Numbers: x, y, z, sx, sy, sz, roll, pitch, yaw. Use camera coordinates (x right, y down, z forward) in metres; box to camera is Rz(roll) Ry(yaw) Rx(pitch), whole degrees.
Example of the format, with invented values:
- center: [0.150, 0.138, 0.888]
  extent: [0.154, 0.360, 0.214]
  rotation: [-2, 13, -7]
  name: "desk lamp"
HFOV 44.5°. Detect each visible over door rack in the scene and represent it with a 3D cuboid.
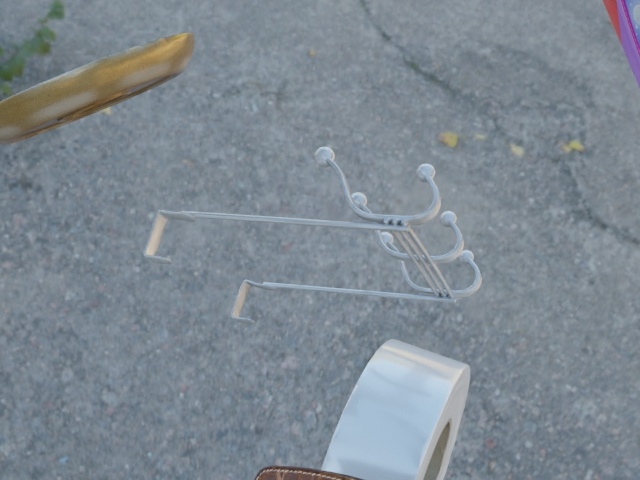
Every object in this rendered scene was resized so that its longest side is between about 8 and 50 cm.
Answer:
- center: [0.000, 0.000, 0.890]
  extent: [0.324, 0.239, 0.108]
  rotation: [-8, 64, 20]
  name: "over door rack"

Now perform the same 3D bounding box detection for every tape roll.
- center: [0.086, 0.265, 0.924]
  extent: [0.100, 0.286, 0.286]
  rotation: [17, 49, 19]
  name: "tape roll"

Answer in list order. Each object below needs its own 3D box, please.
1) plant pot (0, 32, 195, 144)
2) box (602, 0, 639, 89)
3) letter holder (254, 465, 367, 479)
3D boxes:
- center: [-0.226, -0.143, 0.762]
  extent: [0.236, 0.236, 0.032]
  rotation: [-30, 105, -30]
  name: "plant pot"
- center: [0.196, -0.065, 0.268]
  extent: [0.057, 0.201, 0.293]
  rotation: [-18, 84, -10]
  name: "box"
- center: [0.055, 0.298, 0.571]
  extent: [0.152, 0.302, 0.214]
  rotation: [26, 72, -30]
  name: "letter holder"
